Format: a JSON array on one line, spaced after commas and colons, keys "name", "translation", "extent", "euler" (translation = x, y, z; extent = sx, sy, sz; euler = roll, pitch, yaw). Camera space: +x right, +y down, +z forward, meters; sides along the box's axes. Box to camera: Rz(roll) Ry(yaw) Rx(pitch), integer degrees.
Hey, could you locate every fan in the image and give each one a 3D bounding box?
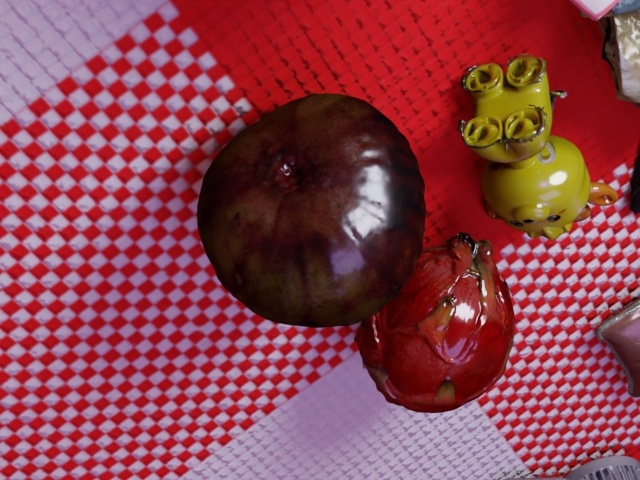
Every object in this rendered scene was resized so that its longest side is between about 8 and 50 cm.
[{"name": "fan", "translation": [0.346, 0.354, 1.631], "extent": [0.244, 0.074, 0.130], "euler": [5, 134, -23]}]

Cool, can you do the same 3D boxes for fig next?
[{"name": "fig", "translation": [0.000, 0.000, 1.147], "extent": [0.217, 0.217, 0.321], "euler": [-27, 160, -4]}]

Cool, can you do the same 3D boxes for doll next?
[{"name": "doll", "translation": [0.215, -0.077, 1.212], "extent": [0.143, 0.135, 0.221], "euler": [-11, 144, 25]}]

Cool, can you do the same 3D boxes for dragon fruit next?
[{"name": "dragon fruit", "translation": [0.121, 0.095, 1.256], "extent": [0.172, 0.172, 0.209], "euler": [3, 131, -28]}]

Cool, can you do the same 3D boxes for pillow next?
[{"name": "pillow", "translation": [0.446, 0.118, 1.489], "extent": [0.171, 0.075, 0.179], "euler": [-36, 131, 4]}]

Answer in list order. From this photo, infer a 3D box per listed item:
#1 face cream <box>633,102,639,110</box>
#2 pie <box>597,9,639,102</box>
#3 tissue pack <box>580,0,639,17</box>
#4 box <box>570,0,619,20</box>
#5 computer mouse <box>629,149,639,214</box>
[{"name": "face cream", "translation": [0.418, -0.205, 1.214], "extent": [0.214, 0.096, 0.096], "euler": [-44, 131, 10]}, {"name": "pie", "translation": [0.345, -0.244, 1.135], "extent": [0.185, 0.052, 0.218], "euler": [-19, 101, -12]}, {"name": "tissue pack", "translation": [0.342, -0.319, 1.054], "extent": [0.257, 0.081, 0.185], "euler": [-17, 102, -13]}, {"name": "box", "translation": [0.137, -0.393, 0.792], "extent": [0.312, 0.314, 0.300], "euler": [29, 111, -39]}, {"name": "computer mouse", "translation": [0.396, -0.079, 1.334], "extent": [0.079, 0.047, 0.135], "euler": [-2, 127, -23]}]
